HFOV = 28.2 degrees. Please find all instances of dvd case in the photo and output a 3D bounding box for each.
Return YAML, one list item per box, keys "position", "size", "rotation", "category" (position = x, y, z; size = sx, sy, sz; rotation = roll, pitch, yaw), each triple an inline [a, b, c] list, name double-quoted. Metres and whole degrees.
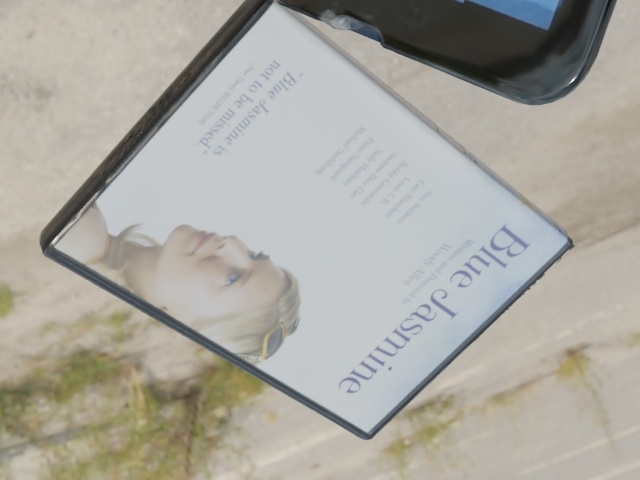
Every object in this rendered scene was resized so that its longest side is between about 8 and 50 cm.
- position: [0.000, 0.000, 0.706]
  size: [0.253, 0.022, 0.180]
  rotation: [34, 107, -33]
  category: "dvd case"

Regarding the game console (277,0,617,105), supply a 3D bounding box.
- position: [-0.003, -0.225, 0.462]
  size: [0.250, 0.173, 0.293]
  rotation: [8, 109, -25]
  category: "game console"
